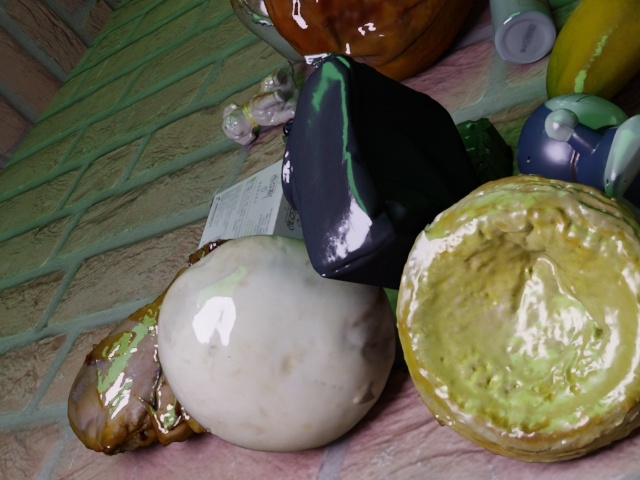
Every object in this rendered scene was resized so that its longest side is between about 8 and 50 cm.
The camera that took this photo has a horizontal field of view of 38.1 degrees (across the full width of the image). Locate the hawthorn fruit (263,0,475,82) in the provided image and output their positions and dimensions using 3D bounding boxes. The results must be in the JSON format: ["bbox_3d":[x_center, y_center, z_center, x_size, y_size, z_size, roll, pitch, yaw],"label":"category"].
[{"bbox_3d":[0.096,-0.513,1.695,0.472,0.472,0.471,-31,32,22],"label":"hawthorn fruit"}]

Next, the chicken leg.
[{"bbox_3d":[-0.217,0.184,1.446,0.295,0.182,0.409,29,84,46],"label":"chicken leg"}]

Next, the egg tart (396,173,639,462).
[{"bbox_3d":[0.233,0.083,1.006,0.315,0.120,0.315,-1,89,26],"label":"egg tart"}]

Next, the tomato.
[{"bbox_3d":[-0.059,-0.538,2.056,0.239,0.303,0.303,-51,30,-1],"label":"tomato"}]

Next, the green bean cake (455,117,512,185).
[{"bbox_3d":[0.187,-0.086,1.382,0.181,0.094,0.173,-20,37,35],"label":"green bean cake"}]

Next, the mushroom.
[{"bbox_3d":[-0.059,0.128,1.283,0.314,0.314,0.336,-42,4,5],"label":"mushroom"}]

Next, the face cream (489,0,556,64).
[{"bbox_3d":[0.341,-0.406,1.591,0.101,0.101,0.251,-28,33,27],"label":"face cream"}]

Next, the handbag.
[{"bbox_3d":[0.072,-0.071,1.184,0.178,0.302,0.275,-34,64,29],"label":"handbag"}]

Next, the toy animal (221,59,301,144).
[{"bbox_3d":[-0.134,-0.303,2.055,0.185,0.104,0.184,-34,32,28],"label":"toy animal"}]

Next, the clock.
[{"bbox_3d":[0.341,-0.100,1.129,0.146,0.200,0.243,-61,24,5],"label":"clock"}]

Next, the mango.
[{"bbox_3d":[0.407,-0.280,1.314,0.176,0.119,0.317,-18,34,56],"label":"mango"}]

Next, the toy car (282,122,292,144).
[{"bbox_3d":[0.009,-0.255,1.848,0.103,0.063,0.216,-1,45,50],"label":"toy car"}]

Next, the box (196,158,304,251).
[{"bbox_3d":[-0.113,-0.001,1.629,0.194,0.111,0.260,-24,34,31],"label":"box"}]
